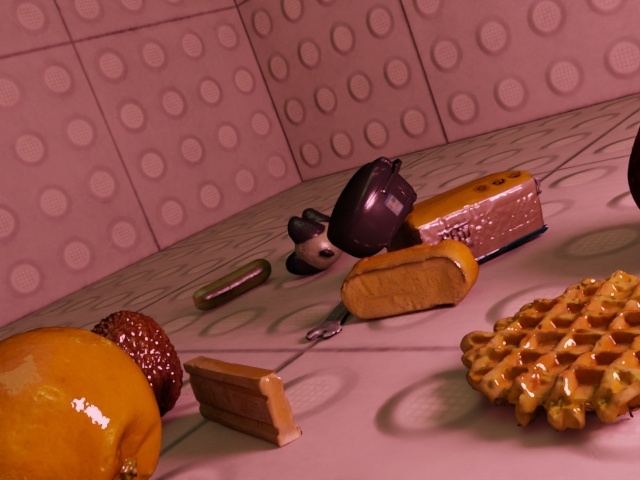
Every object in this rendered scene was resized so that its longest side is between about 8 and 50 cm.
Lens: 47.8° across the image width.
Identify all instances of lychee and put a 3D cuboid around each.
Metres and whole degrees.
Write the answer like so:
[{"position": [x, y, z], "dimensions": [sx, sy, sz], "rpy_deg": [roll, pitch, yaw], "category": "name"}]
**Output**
[{"position": [-0.320, 0.216, 1.184], "dimensions": [0.194, 0.195, 0.194], "rpy_deg": [-20, 10, 4], "category": "lychee"}]

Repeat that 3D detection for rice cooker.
[{"position": [0.094, -0.060, 1.328], "dimensions": [0.203, 0.118, 0.142], "rpy_deg": [-57, 13, -24], "category": "rice cooker"}]

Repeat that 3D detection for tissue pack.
[{"position": [0.272, -0.030, 1.401], "dimensions": [0.270, 0.134, 0.192], "rpy_deg": [-23, 10, -15], "category": "tissue pack"}]

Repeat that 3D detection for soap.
[{"position": [-0.116, 0.217, 1.005], "dimensions": [0.037, 0.092, 0.252], "rpy_deg": [-25, 11, -31], "category": "soap"}]

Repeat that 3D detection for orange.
[{"position": [-0.308, 0.237, 0.828], "dimensions": [0.235, 0.279, 0.279], "rpy_deg": [10, 14, 4], "category": "orange"}]

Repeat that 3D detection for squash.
[{"position": [-0.219, 0.111, 1.826], "dimensions": [0.228, 0.066, 0.066], "rpy_deg": [-27, 12, -30], "category": "squash"}]

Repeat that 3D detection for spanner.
[{"position": [0.050, 0.122, 1.377], "dimensions": [0.071, 0.018, 0.302], "rpy_deg": [-15, 12, 26], "category": "spanner"}]

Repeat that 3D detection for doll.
[{"position": [-0.001, 0.002, 1.804], "dimensions": [0.135, 0.144, 0.234], "rpy_deg": [8, 18, 15], "category": "doll"}]

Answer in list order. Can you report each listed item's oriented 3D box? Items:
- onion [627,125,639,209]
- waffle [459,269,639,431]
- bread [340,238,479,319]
[{"position": [0.556, -0.119, 0.997], "dimensions": [0.276, 0.276, 0.276], "rpy_deg": [-20, 10, 4], "category": "onion"}, {"position": [0.313, 0.110, 0.819], "dimensions": [0.311, 0.060, 0.307], "rpy_deg": [-24, 11, -8], "category": "waffle"}, {"position": [0.150, 0.067, 1.241], "dimensions": [0.245, 0.102, 0.094], "rpy_deg": [-16, 14, 33], "category": "bread"}]
